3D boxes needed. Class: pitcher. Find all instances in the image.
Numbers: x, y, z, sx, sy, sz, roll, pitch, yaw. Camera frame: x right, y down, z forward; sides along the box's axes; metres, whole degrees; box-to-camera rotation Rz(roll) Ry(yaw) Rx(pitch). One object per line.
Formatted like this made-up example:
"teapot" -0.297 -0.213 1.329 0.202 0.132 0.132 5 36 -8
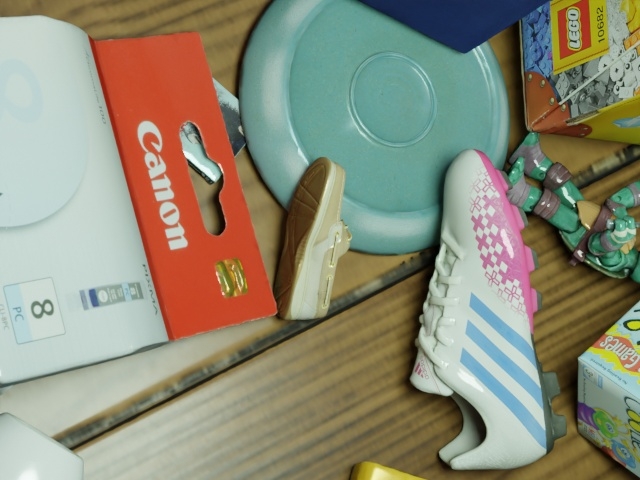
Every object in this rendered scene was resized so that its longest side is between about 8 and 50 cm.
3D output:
"pitcher" -0.284 0.275 1.425 0.178 0.125 0.207 37 79 -34

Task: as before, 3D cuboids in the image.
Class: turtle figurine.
"turtle figurine" 0.301 -0.022 1.689 0.234 0.175 0.118 32 112 -1

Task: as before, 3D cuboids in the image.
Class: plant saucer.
"plant saucer" 0.070 -0.144 1.660 0.317 0.043 0.318 4 81 -24

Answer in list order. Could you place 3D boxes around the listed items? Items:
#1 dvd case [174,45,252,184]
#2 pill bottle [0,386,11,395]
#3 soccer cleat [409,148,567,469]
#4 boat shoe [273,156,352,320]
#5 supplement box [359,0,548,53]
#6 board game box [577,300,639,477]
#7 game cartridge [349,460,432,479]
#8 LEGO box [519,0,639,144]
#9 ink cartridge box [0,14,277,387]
"dvd case" -0.128 -0.127 1.602 0.119 0.013 0.087 41 69 -10
"pill bottle" -0.338 0.035 1.433 0.216 0.121 0.121 45 68 -9
"soccer cleat" 0.151 0.077 1.607 0.143 0.116 0.331 -13 95 -8
"boat shoe" 0.000 0.000 1.589 0.059 0.063 0.170 8 107 -28
"supplement box" 0.155 -0.411 1.630 0.195 0.194 0.357 24 64 -22
"board game box" 0.413 0.116 1.676 0.275 0.144 0.142 -39 55 -23
"game cartridge" 0.127 0.414 1.581 0.285 0.052 0.324 19 73 -14
"LEGO box" 0.519 -0.217 1.649 0.500 0.372 0.193 4 79 -29
"ink cartridge box" -0.194 -0.049 1.439 0.385 0.091 0.308 -12 84 -44
